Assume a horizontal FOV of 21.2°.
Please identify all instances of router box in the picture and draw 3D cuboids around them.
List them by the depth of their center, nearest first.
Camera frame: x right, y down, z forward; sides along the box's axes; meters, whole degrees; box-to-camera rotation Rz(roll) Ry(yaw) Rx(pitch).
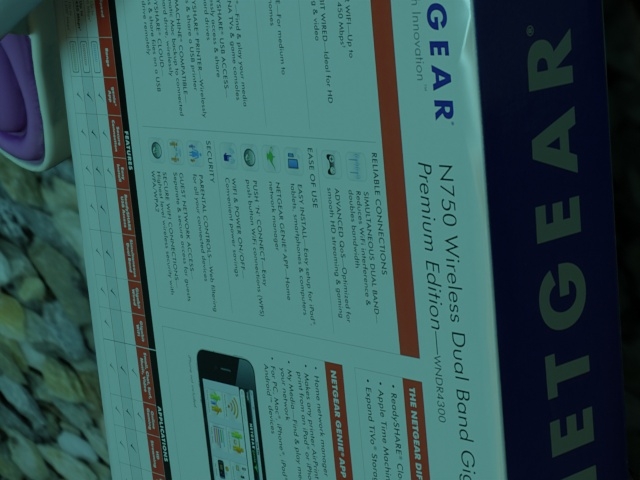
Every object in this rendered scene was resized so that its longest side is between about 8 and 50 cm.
[{"bbox_3d":[0.000,0.000,0.817,0.301,0.082,0.336,9,108,48],"label":"router box"}]

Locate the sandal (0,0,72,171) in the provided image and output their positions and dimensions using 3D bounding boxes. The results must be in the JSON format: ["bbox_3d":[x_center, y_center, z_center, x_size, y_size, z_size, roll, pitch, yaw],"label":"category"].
[{"bbox_3d":[-0.231,-0.179,0.967,0.169,0.102,0.416,26,149,35],"label":"sandal"}]

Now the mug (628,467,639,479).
[{"bbox_3d":[0.120,0.175,0.868,0.169,0.150,0.113,54,168,8],"label":"mug"}]

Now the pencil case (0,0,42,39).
[{"bbox_3d":[-0.157,-0.169,0.788,0.124,0.114,0.273,19,144,-30],"label":"pencil case"}]
